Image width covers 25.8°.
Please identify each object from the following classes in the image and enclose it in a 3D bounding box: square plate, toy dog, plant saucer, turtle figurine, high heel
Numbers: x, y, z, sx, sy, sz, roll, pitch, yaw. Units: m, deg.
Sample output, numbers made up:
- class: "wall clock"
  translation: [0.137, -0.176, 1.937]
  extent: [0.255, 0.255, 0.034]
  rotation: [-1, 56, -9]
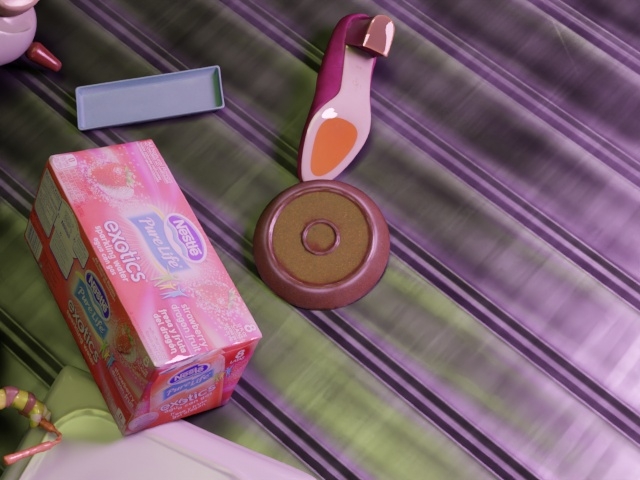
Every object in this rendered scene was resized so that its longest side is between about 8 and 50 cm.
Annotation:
- class: "square plate"
  translation: [-0.225, 0.341, 1.544]
  extent: [0.347, 0.049, 0.344]
  rotation: [22, 67, 15]
- class: "toy dog"
  translation: [-0.461, -0.213, 1.784]
  extent: [0.333, 0.220, 0.161]
  rotation: [-44, 100, -9]
- class: "plant saucer"
  translation: [0.000, 0.000, 1.697]
  extent: [0.168, 0.029, 0.169]
  rotation: [-1, 72, 4]
- class: "plant saucer"
  translation: [-0.222, -0.183, 1.826]
  extent: [0.192, 0.018, 0.067]
  rotation: [-8, 63, -1]
- class: "turtle figurine"
  translation: [-0.422, 0.143, 1.563]
  extent: [0.269, 0.087, 0.217]
  rotation: [11, 24, -21]
- class: "high heel"
  translation: [0.013, -0.180, 1.795]
  extent: [0.082, 0.117, 0.244]
  rotation: [21, 84, -26]

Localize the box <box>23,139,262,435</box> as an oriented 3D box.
- class: "box"
  translation: [-0.210, 0.048, 1.609]
  extent: [0.142, 0.154, 0.300]
  rotation: [-14, 59, -33]
